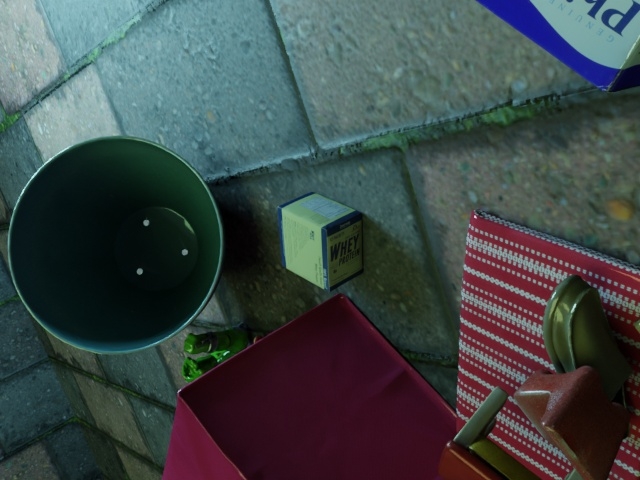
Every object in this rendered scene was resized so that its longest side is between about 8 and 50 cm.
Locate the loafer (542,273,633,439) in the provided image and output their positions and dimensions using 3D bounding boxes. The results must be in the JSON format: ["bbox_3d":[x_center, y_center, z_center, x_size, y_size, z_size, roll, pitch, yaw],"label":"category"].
[{"bbox_3d":[0.211,0.093,0.486,0.050,0.056,0.148,11,128,50],"label":"loafer"}]

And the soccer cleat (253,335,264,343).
[{"bbox_3d":[-0.085,0.188,0.988,0.035,0.029,0.083,-20,100,50],"label":"soccer cleat"}]

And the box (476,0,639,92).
[{"bbox_3d":[0.176,-0.181,0.373,0.126,0.072,0.137,50,144,29],"label":"box"}]

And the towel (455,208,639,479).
[{"bbox_3d":[0.210,0.122,0.575,0.198,0.031,0.275,25,129,43],"label":"towel"}]

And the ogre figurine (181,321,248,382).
[{"bbox_3d":[-0.159,0.212,1.020,0.096,0.118,0.197,2,115,46],"label":"ogre figurine"}]

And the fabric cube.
[{"bbox_3d":[-0.012,0.274,0.761,0.259,0.254,0.258,46,140,22],"label":"fabric cube"}]

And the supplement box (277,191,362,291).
[{"bbox_3d":[0.000,0.000,0.734,0.083,0.056,0.083,26,131,40],"label":"supplement box"}]

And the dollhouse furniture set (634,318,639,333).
[{"bbox_3d":[0.234,0.019,0.385,0.182,0.101,0.161,54,129,12],"label":"dollhouse furniture set"}]

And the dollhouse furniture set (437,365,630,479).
[{"bbox_3d":[0.236,0.239,0.399,0.374,0.152,0.201,34,148,26],"label":"dollhouse furniture set"}]

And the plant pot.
[{"bbox_3d":[-0.268,0.010,0.931,0.290,0.290,0.195,60,-179,4],"label":"plant pot"}]
